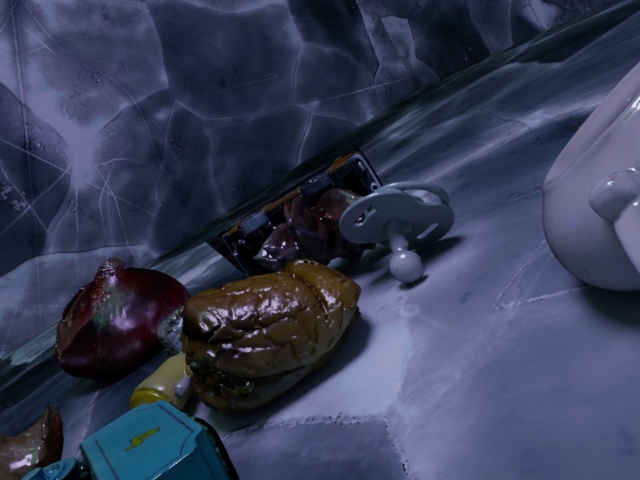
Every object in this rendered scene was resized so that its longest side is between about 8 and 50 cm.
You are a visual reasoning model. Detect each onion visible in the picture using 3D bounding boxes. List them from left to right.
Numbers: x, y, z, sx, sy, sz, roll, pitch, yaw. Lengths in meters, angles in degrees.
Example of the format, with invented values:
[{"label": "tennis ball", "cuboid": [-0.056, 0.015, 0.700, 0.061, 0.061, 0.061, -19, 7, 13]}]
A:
[{"label": "onion", "cuboid": [-0.391, 0.132, 0.994, 0.271, 0.195, 0.272, -17, 21, 7]}]

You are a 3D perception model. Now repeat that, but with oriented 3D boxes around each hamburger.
[{"label": "hamburger", "cuboid": [-0.061, 0.088, 0.567, 0.206, 0.130, 0.183, -32, 15, -12]}]

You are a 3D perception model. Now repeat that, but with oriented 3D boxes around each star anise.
[{"label": "star anise", "cuboid": [0.000, 0.000, 0.745, 0.229, 0.093, 0.236, 0, -32, -49]}]

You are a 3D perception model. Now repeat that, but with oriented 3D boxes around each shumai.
[{"label": "shumai", "cuboid": [-0.389, 0.259, 0.581, 0.175, 0.206, 0.166, -10, 19, -4]}]

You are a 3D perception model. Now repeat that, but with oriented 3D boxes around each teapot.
[{"label": "teapot", "cuboid": [0.247, -0.043, 0.349, 0.298, 0.139, 0.204, -46, -7, -40]}]

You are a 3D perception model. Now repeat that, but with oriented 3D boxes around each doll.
[{"label": "doll", "cuboid": [-0.174, 0.170, 0.651, 0.106, 0.062, 0.162, -26, 15, 35]}]

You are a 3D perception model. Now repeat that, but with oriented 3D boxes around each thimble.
[{"label": "thimble", "cuboid": [-0.216, 0.146, 0.828, 0.084, 0.062, 0.110, -29, 13, 12]}]

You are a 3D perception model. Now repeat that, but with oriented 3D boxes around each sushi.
[{"label": "sushi", "cuboid": [-0.111, 0.002, 1.045, 0.200, 0.139, 0.031, -29, 47, 13]}]

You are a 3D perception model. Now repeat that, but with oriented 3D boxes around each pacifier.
[{"label": "pacifier", "cuboid": [0.101, -0.007, 0.616, 0.127, 0.150, 0.117, -43, 42, 38]}]

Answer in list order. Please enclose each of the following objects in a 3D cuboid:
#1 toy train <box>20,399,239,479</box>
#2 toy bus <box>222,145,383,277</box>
[{"label": "toy train", "cuboid": [-0.146, 0.202, 0.389, 0.154, 0.107, 0.197, -30, 11, -30]}, {"label": "toy bus", "cuboid": [-0.014, -0.041, 0.914, 0.275, 0.139, 0.167, -30, 11, 14]}]
